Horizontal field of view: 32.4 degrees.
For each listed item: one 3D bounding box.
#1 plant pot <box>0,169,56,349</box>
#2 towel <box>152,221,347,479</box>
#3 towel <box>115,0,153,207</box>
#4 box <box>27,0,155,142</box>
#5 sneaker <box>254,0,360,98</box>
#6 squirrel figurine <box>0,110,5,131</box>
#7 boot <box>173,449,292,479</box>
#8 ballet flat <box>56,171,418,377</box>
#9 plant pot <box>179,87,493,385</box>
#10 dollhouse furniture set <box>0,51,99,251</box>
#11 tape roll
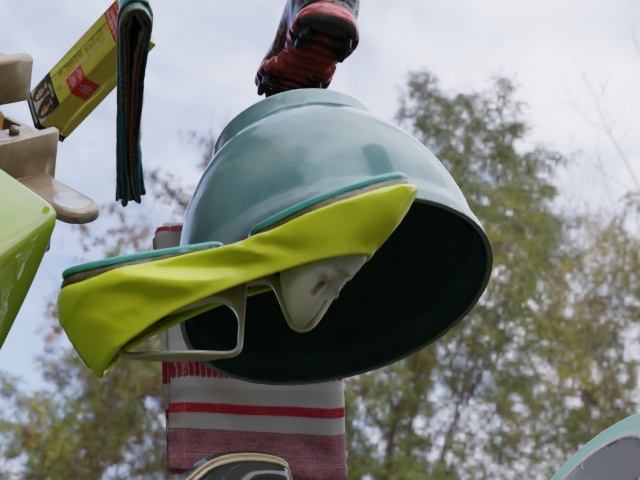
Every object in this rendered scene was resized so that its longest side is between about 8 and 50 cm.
[{"bbox_3d":[-0.278,0.047,0.448,0.227,0.207,0.228,31,-72,-3],"label":"plant pot"},{"bbox_3d":[-0.089,0.139,1.376,0.237,0.329,0.037,-1,7,14],"label":"towel"},{"bbox_3d":[-0.238,-0.254,1.422,0.040,0.370,0.271,2,-55,-9],"label":"towel"},{"bbox_3d":[-0.360,-0.263,1.720,0.232,0.087,0.058,-40,-39,20],"label":"box"},{"bbox_3d":[-0.014,-0.277,1.492,0.097,0.135,0.276,16,-21,-15],"label":"sneaker"},{"bbox_3d":[-0.500,-0.087,1.212,0.370,0.281,0.397,13,-52,15],"label":"squirrel figurine"},{"bbox_3d":[-0.066,0.220,0.807,0.198,0.077,0.137,-14,17,-41],"label":"boot"},{"bbox_3d":[-0.043,0.027,0.670,0.231,0.077,0.077,-16,-12,-6],"label":"ballet flat"},{"bbox_3d":[-0.005,-0.020,1.061,0.293,0.196,0.293,-11,-36,-8],"label":"plant pot"},{"bbox_3d":[-0.284,-0.168,0.858,0.174,0.303,0.355,25,-63,26],"label":"dollhouse furniture set"},{"bbox_3d":[0.377,0.369,1.465,0.077,0.321,0.321,43,-31,-1],"label":"tape roll"}]
